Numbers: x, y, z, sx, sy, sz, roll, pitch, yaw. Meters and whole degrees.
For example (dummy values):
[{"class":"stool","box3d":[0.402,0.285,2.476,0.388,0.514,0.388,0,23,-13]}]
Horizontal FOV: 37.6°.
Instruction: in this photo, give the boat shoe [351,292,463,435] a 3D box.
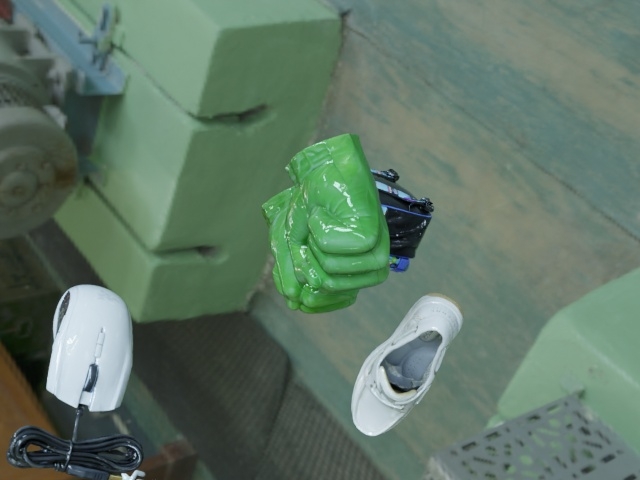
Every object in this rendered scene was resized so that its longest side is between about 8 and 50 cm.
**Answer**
[{"class":"boat shoe","box3d":[0.111,0.199,1.373,0.098,0.096,0.277,28,123,4]}]

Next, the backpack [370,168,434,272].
[{"class":"backpack","box3d":[0.044,-0.040,1.294,0.158,0.173,0.116,50,125,59]}]

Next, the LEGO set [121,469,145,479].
[{"class":"LEGO set","box3d":[-0.211,0.379,0.961,0.107,0.132,0.286,-23,59,44]}]

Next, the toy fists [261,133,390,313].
[{"class":"toy fists","box3d":[0.000,0.000,0.994,0.279,0.096,0.142,133,118,-69]}]

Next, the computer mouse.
[{"class":"computer mouse","box3d":[-0.193,0.105,0.781,0.042,0.106,0.193,-52,31,40]}]
